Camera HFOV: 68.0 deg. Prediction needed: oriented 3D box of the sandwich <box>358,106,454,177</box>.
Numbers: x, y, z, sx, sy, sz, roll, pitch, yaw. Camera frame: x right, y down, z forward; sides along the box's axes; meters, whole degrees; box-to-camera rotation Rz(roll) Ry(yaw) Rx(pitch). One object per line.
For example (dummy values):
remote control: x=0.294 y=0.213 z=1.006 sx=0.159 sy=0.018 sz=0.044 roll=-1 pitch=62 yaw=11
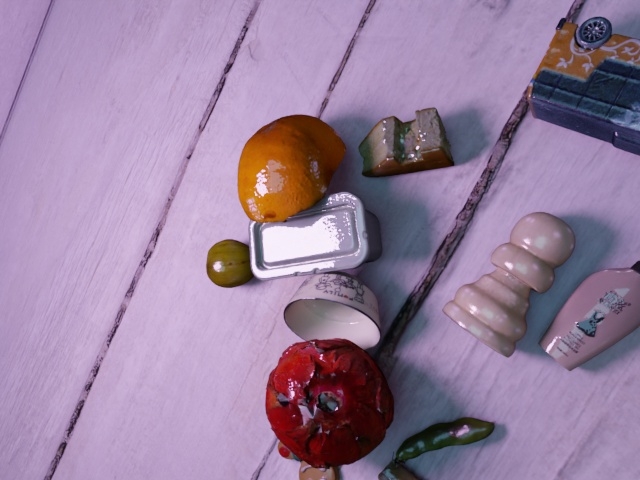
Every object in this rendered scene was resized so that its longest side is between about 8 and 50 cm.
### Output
sandwich: x=0.190 y=-0.223 z=1.146 sx=0.236 sy=0.128 sz=0.122 roll=-9 pitch=73 yaw=25

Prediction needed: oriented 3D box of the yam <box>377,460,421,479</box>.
yam: x=0.272 y=0.613 z=1.056 sx=0.318 sy=0.067 sz=0.071 roll=32 pitch=112 yaw=27

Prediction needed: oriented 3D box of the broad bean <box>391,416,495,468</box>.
broad bean: x=0.275 y=0.448 z=1.077 sx=0.255 sy=0.046 sz=0.065 roll=-28 pitch=36 yaw=18

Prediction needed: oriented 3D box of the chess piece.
chess piece: x=0.410 y=0.079 z=0.994 sx=0.167 sy=0.167 sz=0.299 roll=37 pitch=98 yaw=25

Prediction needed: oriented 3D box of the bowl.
bowl: x=0.038 y=0.161 z=1.150 sx=0.238 sy=0.237 sz=0.126 roll=-7 pitch=45 yaw=26

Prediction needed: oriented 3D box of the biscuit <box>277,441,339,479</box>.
biscuit: x=-0.032 y=0.512 z=1.232 sx=0.197 sy=0.049 sz=0.301 roll=-20 pitch=77 yaw=26

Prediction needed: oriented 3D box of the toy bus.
toy bus: x=0.595 y=-0.291 z=0.929 sx=0.324 sy=0.162 sz=0.194 roll=31 pitch=100 yaw=27

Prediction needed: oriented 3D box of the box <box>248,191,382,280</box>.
box: x=0.000 y=0.000 z=1.187 sx=0.312 sy=0.183 sz=0.175 roll=-10 pitch=81 yaw=26

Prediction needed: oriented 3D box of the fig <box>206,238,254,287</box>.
fig: x=-0.229 y=0.064 z=1.342 sx=0.142 sy=0.187 sz=0.147 roll=142 pitch=131 yaw=-67

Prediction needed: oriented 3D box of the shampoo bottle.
shampoo bottle: x=0.560 y=0.145 z=0.948 sx=0.127 sy=0.078 sz=0.256 roll=44 pitch=103 yaw=24

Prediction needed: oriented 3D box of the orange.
orange: x=-0.078 y=-0.175 z=1.175 sx=0.275 sy=0.274 sz=0.309 roll=3 pitch=76 yaw=27

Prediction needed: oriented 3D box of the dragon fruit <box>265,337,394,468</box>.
dragon fruit: x=0.022 y=0.361 z=1.077 sx=0.296 sy=0.301 sz=0.295 roll=0 pitch=67 yaw=0
